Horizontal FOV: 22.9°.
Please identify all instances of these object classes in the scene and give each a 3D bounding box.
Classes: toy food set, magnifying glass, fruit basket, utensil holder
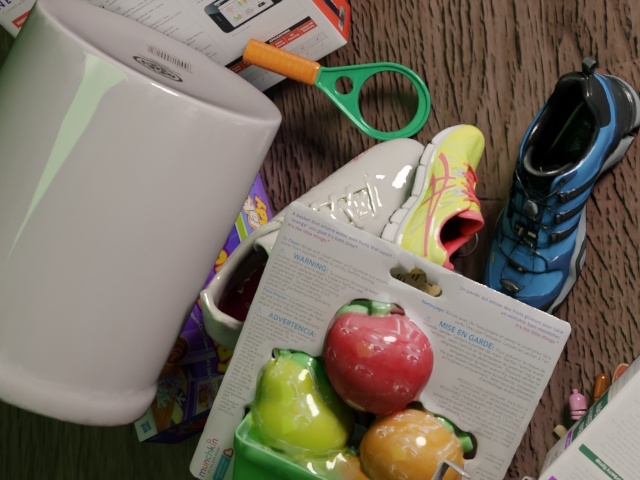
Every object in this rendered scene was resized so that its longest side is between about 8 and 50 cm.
[{"bbox_3d":[0.303,0.178,1.681,0.122,0.019,0.078,-51,60,15],"label":"toy food set"},{"bbox_3d":[0.020,-0.186,1.859,0.231,0.026,0.092,21,99,5],"label":"magnifying glass"},{"bbox_3d":[0.057,0.173,1.710,0.327,0.165,0.353,23,104,8],"label":"fruit basket"},{"bbox_3d":[-0.261,-0.037,1.777,0.327,0.327,0.385,37,107,31],"label":"utensil holder"}]

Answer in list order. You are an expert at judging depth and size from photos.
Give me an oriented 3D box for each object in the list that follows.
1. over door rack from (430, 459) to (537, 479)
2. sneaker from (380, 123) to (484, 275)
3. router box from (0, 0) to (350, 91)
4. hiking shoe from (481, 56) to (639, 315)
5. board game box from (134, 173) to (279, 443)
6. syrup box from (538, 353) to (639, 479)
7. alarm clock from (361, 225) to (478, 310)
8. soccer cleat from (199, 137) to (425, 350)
[{"bbox_3d":[0.238,0.375,1.563,0.108,0.239,0.324,-46,62,11],"label":"over door rack"},{"bbox_3d":[0.148,-0.039,1.752,0.094,0.081,0.208,10,60,32],"label":"sneaker"},{"bbox_3d":[-0.184,-0.285,1.898,0.335,0.301,0.082,-26,35,25],"label":"router box"},{"bbox_3d":[0.235,-0.047,1.693,0.113,0.132,0.304,24,95,33],"label":"hiking shoe"},{"bbox_3d":[-0.159,0.049,1.958,0.233,0.078,0.347,-27,69,26],"label":"board game box"},{"bbox_3d":[0.333,0.182,1.602,0.096,0.093,0.237,42,106,4],"label":"syrup box"},{"bbox_3d":[0.123,0.066,1.785,0.129,0.064,0.192,36,100,36],"label":"alarm clock"},{"bbox_3d":[0.000,0.000,1.781,0.331,0.143,0.116,-43,70,-4],"label":"soccer cleat"}]
